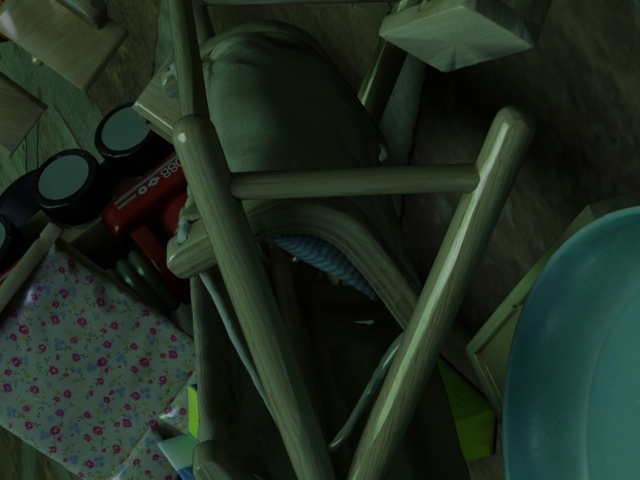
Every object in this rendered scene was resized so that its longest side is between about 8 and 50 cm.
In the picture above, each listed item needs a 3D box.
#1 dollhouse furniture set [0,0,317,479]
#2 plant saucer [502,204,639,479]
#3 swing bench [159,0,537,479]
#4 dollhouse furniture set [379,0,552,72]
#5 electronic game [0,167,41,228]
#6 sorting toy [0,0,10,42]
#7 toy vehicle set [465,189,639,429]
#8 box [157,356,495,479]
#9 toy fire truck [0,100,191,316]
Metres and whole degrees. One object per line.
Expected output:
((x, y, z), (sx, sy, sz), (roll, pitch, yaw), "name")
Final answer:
((-0.169, 0.044, 1.010), (0.303, 0.355, 0.174), (36, 178, -7), "dollhouse furniture set")
((0.181, 0.136, 0.640), (0.317, 0.043, 0.318), (40, 137, 51), "plant saucer")
((0.000, 0.000, 0.804), (0.253, 0.165, 0.255), (-103, 13, -60), "swing bench")
((0.062, -0.186, 0.615), (0.129, 0.129, 0.184), (-6, 60, 65), "dollhouse furniture set")
((-0.217, 0.048, 1.342), (0.048, 0.229, 0.229), (-8, 96, 32), "electronic game")
((-0.368, -0.257, 1.370), (0.127, 0.126, 0.365), (59, -171, 26), "sorting toy")
((0.168, 0.131, 0.759), (0.267, 0.035, 0.166), (67, 153, 20), "toy vehicle set")
((0.003, 0.113, 0.930), (0.109, 0.178, 0.042), (43, 139, 50), "box")
((-0.125, 0.053, 1.159), (0.246, 0.217, 0.158), (46, 171, 40), "toy fire truck")
